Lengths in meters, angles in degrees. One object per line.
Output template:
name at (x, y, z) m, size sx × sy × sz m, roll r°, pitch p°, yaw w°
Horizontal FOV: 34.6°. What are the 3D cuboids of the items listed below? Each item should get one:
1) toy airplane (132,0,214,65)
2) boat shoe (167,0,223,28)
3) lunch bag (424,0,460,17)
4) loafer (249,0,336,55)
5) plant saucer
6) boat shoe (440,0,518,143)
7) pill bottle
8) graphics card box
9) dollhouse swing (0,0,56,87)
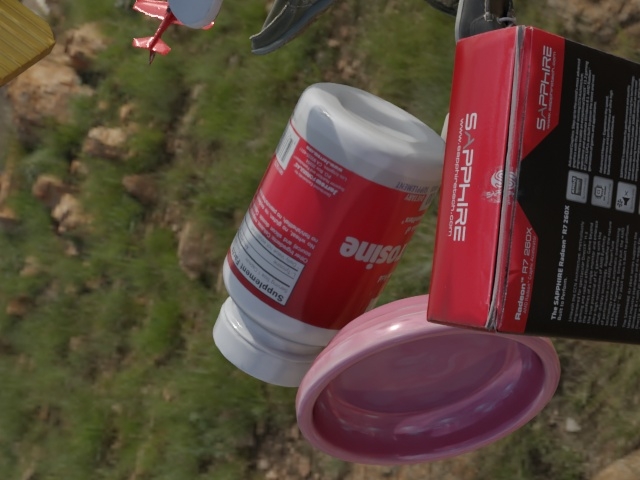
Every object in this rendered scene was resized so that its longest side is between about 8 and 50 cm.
toy airplane at (-0.257, -0.358, 1.691) m, size 0.151 × 0.028 × 0.151 m, roll -3°, pitch 70°, yaw 9°
boat shoe at (-0.140, -0.351, 1.223) m, size 0.080 × 0.076 × 0.228 m, roll -17°, pitch 72°, yaw 24°
lunch bag at (0.219, -0.547, 1.795) m, size 0.169 × 0.287 × 0.235 m, roll -21°, pitch 59°, yaw 38°
loafer at (-0.038, -0.417, 1.793) m, size 0.251 × 0.087 × 0.094 m, roll -35°, pitch 7°, yaw 29°
plant saucer at (0.130, 0.172, 1.293) m, size 0.332 × 0.332 × 0.084 m, roll -49°, pitch 38°, yaw 37°
boat shoe at (0.255, -0.253, 1.527) m, size 0.095 × 0.112 × 0.335 m, roll 20°, pitch 114°, yaw 32°
pill bottle at (0.000, 0.000, 1.474) m, size 0.407 × 0.229 × 0.229 m, roll -63°, pitch 36°, yaw 22°
graphics card box at (0.264, -0.026, 0.876) m, size 0.094 × 0.371 × 0.233 m, roll 2°, pitch 86°, yaw 57°
dollhouse swing at (-0.577, -0.465, 1.645) m, size 0.347 × 0.305 × 0.315 m, roll -67°, pitch 0°, yaw -62°
